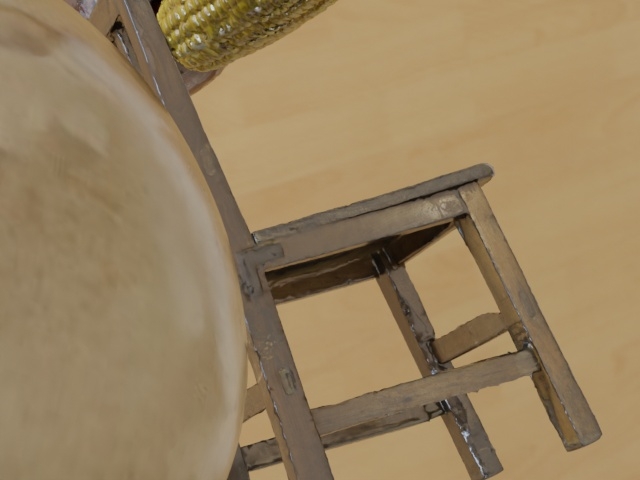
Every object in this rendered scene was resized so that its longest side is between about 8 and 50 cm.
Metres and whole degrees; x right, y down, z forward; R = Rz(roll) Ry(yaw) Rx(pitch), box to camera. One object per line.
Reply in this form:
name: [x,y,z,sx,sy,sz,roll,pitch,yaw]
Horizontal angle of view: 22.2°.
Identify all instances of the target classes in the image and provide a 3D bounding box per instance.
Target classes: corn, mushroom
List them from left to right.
mushroom: [-0.189,0.035,0.635,0.292,0.290,0.293,30,46,-35]
corn: [-0.031,-0.232,1.375,0.115,0.318,0.115,14,65,-31]

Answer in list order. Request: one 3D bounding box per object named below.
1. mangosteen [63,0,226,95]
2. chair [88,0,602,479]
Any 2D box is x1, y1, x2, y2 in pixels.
mangosteen: [-0.177,-0.237,1.657,0.210,0.210,0.210,-4,96,-37]
chair: [0.000,0.000,1.219,0.240,0.203,0.416,-15,80,-22]
